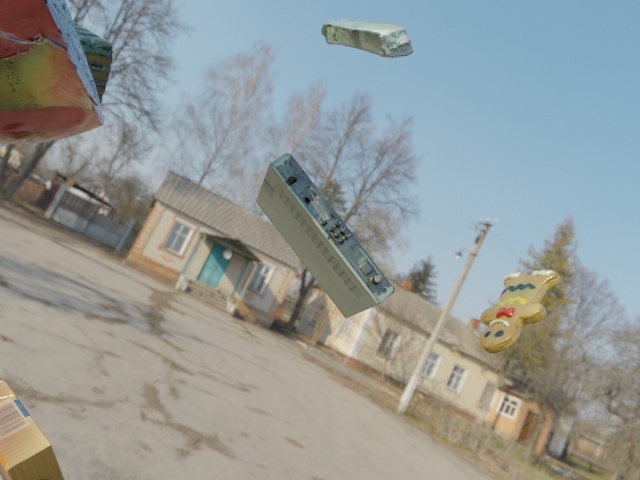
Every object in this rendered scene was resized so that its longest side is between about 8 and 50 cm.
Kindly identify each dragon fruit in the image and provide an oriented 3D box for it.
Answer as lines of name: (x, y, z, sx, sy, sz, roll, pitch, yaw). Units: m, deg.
dragon fruit: (-0.355, -0.209, 0.501, 0.305, 0.226, 0.305, 161, -90, -77)

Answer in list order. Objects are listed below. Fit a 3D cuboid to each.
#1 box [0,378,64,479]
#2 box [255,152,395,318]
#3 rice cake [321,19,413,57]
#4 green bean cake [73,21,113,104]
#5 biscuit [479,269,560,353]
box: (-0.476, 0.340, 0.866, 0.070, 0.152, 0.237, -25, 29, -36)
box: (0.000, 0.000, 0.897, 0.270, 0.045, 0.211, 52, -20, 5)
rice cake: (0.057, -0.275, 0.741, 0.211, 0.043, 0.034, -132, -153, -58)
green bean cake: (-0.503, -0.333, 1.051, 0.181, 0.173, 0.094, 35, 26, 18)
biscuit: (0.409, 0.143, 1.164, 0.035, 0.240, 0.158, 51, -34, -12)
